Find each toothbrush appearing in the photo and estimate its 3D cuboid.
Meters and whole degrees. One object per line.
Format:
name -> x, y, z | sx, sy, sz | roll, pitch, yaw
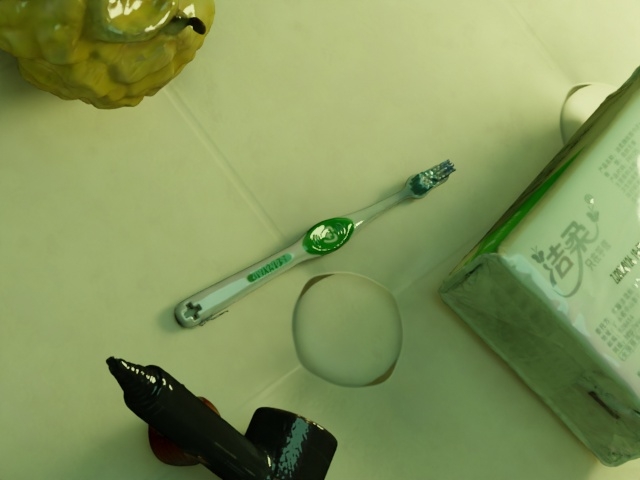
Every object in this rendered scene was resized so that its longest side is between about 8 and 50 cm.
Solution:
toothbrush -> -0.002, 0.001, 1.696 | 0.418, 0.040, 0.042 | -29, 85, -22

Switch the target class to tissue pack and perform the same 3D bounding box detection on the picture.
tissue pack -> 0.396, 0.025, 1.738 | 0.332, 0.205, 0.405 | 45, 64, -1

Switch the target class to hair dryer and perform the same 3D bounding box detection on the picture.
hair dryer -> -0.126, 0.226, 1.449 | 0.352, 0.107, 0.189 | 45, 59, -42

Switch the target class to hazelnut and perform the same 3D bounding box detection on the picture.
hazelnut -> -0.151, 0.215, 1.545 | 0.086, 0.086, 0.086 | 7, 70, -18

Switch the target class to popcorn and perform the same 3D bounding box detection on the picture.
popcorn -> -0.298, -0.312, 1.558 | 0.381, 0.349, 0.349 | 4, 65, 22
